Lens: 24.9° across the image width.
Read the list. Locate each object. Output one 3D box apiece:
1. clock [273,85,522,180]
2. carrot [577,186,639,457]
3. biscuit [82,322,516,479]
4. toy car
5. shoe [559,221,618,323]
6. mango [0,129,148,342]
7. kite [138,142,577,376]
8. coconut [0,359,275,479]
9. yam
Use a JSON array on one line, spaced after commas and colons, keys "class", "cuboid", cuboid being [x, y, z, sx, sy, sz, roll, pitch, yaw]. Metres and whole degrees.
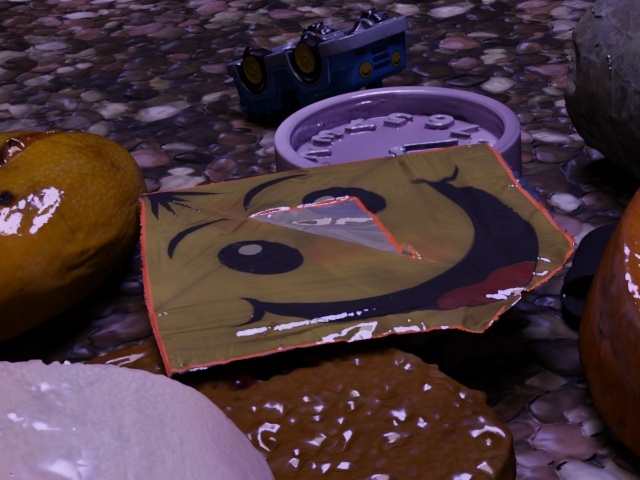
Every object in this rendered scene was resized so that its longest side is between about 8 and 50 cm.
[{"class": "clock", "cuboid": [0.062, -0.059, 1.157, 0.196, 0.068, 0.197, -4, 26, 2]}, {"class": "carrot", "cuboid": [0.285, 0.053, 0.849, 0.258, 0.100, 0.307, 3, 39, 5]}, {"class": "biscuit", "cuboid": [-0.042, 0.131, 0.771, 0.296, 0.075, 0.296, -3, 24, 1]}, {"class": "toy car", "cuboid": [0.003, -0.148, 1.332, 0.097, 0.100, 0.191, -25, 12, -35]}, {"class": "shoe", "cuboid": [0.207, 0.008, 1.013, 0.062, 0.053, 0.159, 9, 26, 19]}, {"class": "mango", "cuboid": [-0.221, -0.019, 1.062, 0.177, 0.120, 0.295, -2, 25, 14]}, {"class": "kite", "cuboid": [0.000, -0.002, 0.961, 0.327, 0.013, 0.377, 15, 32, 34]}, {"class": "coconut", "cuboid": [-0.109, 0.166, 0.537, 0.239, 0.239, 0.244, -12, 27, -13]}, {"class": "yam", "cuboid": [0.297, -0.105, 1.109, 0.161, 0.161, 0.268, -13, 27, -16]}]
